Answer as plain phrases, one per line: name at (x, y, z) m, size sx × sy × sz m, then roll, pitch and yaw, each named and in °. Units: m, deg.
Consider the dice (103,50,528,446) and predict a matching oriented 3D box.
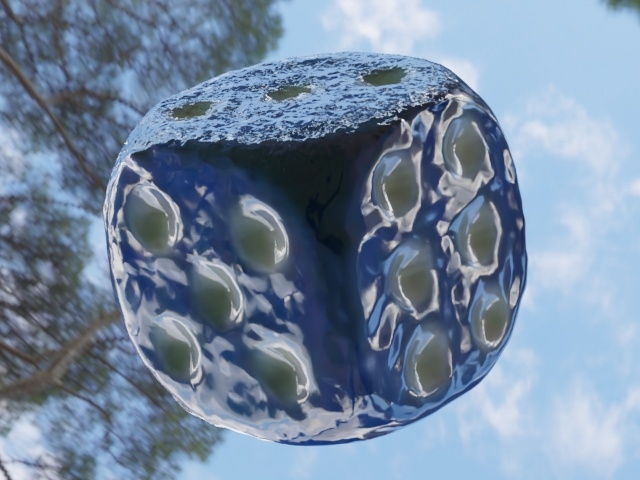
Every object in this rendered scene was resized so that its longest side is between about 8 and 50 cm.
dice at (0.000, 0.000, 0.717) m, size 0.146 × 0.143 × 0.146 m, roll 7°, pitch -154°, yaw 39°
